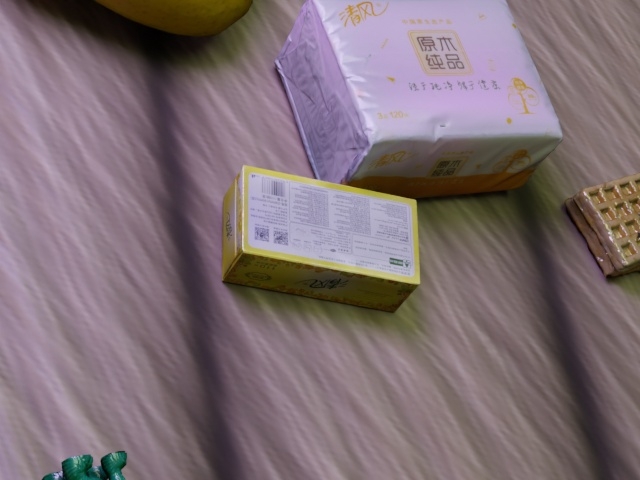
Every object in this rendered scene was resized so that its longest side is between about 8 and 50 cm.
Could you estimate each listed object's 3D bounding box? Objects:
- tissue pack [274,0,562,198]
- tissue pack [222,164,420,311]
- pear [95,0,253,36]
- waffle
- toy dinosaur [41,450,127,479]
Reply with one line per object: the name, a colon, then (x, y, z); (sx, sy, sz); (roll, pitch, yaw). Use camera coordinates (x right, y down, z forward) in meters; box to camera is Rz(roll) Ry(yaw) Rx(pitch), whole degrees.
tissue pack: (0.096, -0.142, 1.667); (0.225, 0.124, 0.185); (-5, 59, -28)
tissue pack: (0.000, 0.000, 1.565); (0.176, 0.062, 0.095); (11, 56, -20)
pear: (-0.186, -0.354, 1.614); (0.285, 0.336, 0.285); (-10, 22, 4)
waffle: (0.334, -0.021, 1.750); (0.148, 0.042, 0.102); (-14, 65, -33)
toy dinosaur: (-0.180, 0.221, 1.336); (0.132, 0.059, 0.096); (-6, 66, -38)
